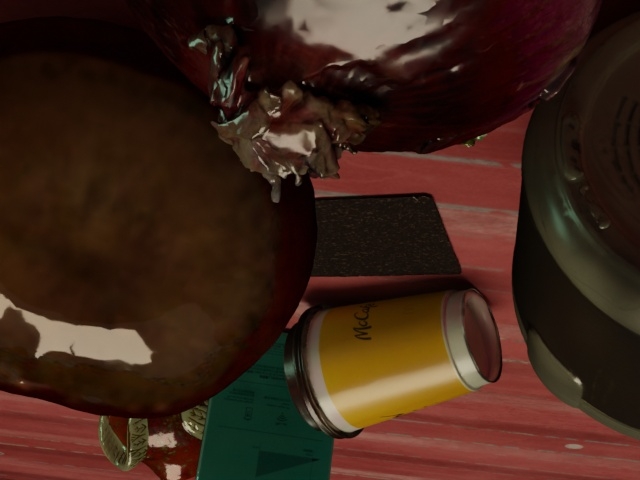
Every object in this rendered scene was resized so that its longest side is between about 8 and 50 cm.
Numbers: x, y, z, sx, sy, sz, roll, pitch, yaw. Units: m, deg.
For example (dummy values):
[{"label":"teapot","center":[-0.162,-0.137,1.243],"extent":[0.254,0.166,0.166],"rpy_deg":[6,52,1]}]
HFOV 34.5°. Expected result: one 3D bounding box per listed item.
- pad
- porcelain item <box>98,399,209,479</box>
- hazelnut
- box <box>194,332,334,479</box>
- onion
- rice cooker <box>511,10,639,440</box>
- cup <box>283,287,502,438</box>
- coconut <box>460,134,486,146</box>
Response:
[{"label":"pad","center":[0.000,0.000,1.305],"extent":[0.330,0.004,0.220],"rpy_deg":[-1,154,17]},{"label":"porcelain item","center":[-0.266,0.332,1.809],"extent":[0.253,0.253,0.253],"rpy_deg":[6,155,3]},{"label":"hazelnut","center":[-0.209,-0.016,0.950],"extent":[0.409,0.359,0.359],"rpy_deg":[18,154,-3]},{"label":"box","center":[-0.081,0.299,1.594],"extent":[0.205,0.311,0.118],"rpy_deg":[7,156,-1]},{"label":"onion","center":[0.004,-0.164,0.650],"extent":[0.347,0.285,0.347],"rpy_deg":[16,154,8]},{"label":"rice cooker","center":[0.322,-0.006,0.870],"extent":[0.335,0.335,0.325],"rpy_deg":[2,154,10]},{"label":"cup","center":[0.098,0.161,1.427],"extent":[0.279,0.196,0.196],"rpy_deg":[-17,146,28]},{"label":"coconut","center":[0.130,-0.140,0.922],"extent":[0.158,0.055,0.133],"rpy_deg":[3,156,12]}]
